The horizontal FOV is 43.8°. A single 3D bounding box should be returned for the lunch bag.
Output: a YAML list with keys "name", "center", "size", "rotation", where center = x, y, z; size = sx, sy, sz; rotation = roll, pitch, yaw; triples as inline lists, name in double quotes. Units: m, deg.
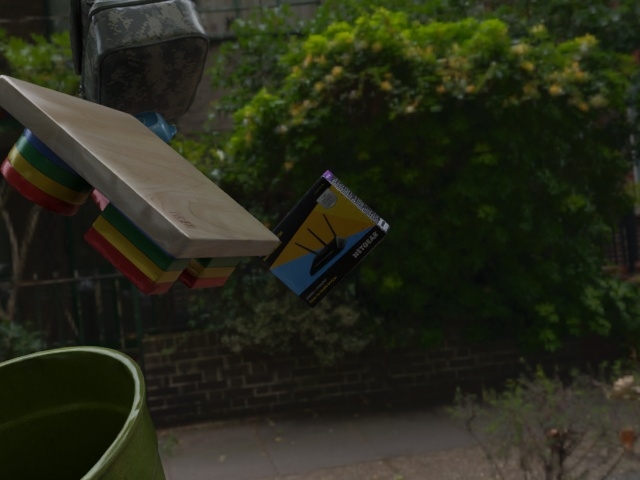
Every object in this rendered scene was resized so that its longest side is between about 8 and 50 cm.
- name: "lunch bag"
  center: [-0.352, -0.377, 1.463]
  size: [0.213, 0.255, 0.305]
  rotation: [-15, -17, -21]

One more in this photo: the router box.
- name: "router box"
  center: [0.000, 0.000, 1.242]
  size: [0.179, 0.133, 0.046]
  rotation: [-47, 2, 23]

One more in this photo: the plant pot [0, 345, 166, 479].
- name: "plant pot"
  center: [-0.293, 0.357, 0.819]
  size: [0.367, 0.352, 0.366]
  rotation: [-15, 22, 6]

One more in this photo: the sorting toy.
- name: "sorting toy"
  center: [-0.202, -0.046, 0.860]
  size: [0.255, 0.089, 0.257]
  rotation: [40, 10, 13]

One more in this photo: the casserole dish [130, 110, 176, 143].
- name: "casserole dish"
  center: [-0.349, -0.184, 1.400]
  size: [0.189, 0.037, 0.114]
  rotation: [-18, 32, -9]
